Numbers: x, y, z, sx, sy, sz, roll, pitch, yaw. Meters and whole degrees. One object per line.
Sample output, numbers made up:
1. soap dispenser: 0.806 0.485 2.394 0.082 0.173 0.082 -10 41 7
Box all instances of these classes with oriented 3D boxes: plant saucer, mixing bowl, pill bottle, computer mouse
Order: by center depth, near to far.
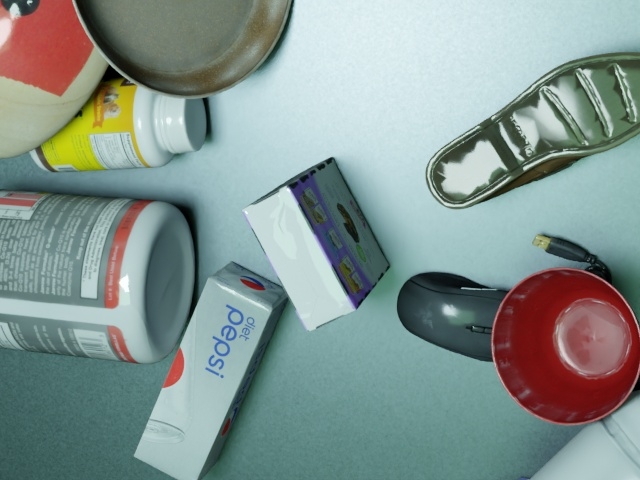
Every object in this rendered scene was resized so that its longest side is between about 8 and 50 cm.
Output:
1. mixing bowl: 0.302 0.118 1.419 0.181 0.098 0.181 2 93 32
2. plant saucer: -0.167 -0.323 1.425 0.050 0.310 0.310 11 110 52
3. computer mouse: 0.228 0.074 1.506 0.262 0.060 0.184 18 108 10
4. pill bottle: -0.260 -0.149 1.552 0.215 0.117 0.117 -2 103 15
5. pill bottle: -0.364 0.040 1.578 0.363 0.210 0.210 5 105 14

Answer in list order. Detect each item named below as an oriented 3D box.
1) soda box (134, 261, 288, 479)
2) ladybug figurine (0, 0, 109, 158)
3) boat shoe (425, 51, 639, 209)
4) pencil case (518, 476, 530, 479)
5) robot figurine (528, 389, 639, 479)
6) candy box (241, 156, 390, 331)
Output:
1. soda box: -0.145 0.179 1.616 0.098 0.091 0.286 27 109 8
2. ladybug figurine: -0.372 -0.324 1.462 0.305 0.162 0.449 15 88 27
3. boat shoe: 0.268 -0.135 1.424 0.307 0.104 0.110 -23 88 21
4. pencil case: 0.276 0.429 1.564 0.104 0.104 0.236 -24 94 19
5. robot figurine: 0.350 0.313 1.399 0.200 0.300 0.353 45 99 7
6. candy box: 0.000 0.000 1.476 0.070 0.196 0.165 -27 95 20
